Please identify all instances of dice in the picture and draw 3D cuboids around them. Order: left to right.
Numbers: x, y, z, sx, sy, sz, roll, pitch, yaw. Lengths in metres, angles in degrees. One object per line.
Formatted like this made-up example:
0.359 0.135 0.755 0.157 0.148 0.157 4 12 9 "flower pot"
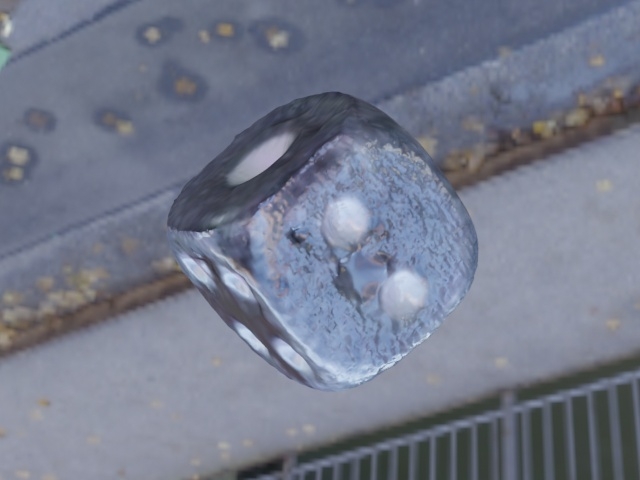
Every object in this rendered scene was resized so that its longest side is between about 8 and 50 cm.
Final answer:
0.000 0.000 1.233 0.183 0.181 0.182 53 165 -23 "dice"
